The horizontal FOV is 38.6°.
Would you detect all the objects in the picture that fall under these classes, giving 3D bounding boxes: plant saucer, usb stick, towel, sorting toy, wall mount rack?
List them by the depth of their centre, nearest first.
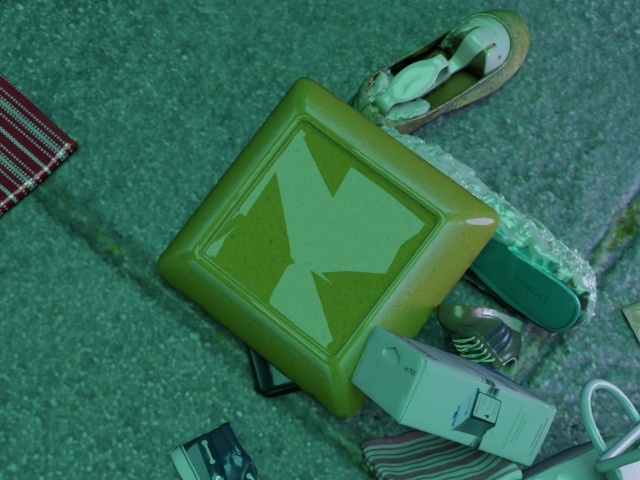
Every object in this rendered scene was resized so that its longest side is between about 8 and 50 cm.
[{"bbox_3d":[0.456,0.279,1.028,0.304,0.130,0.350,-18,75,-47],"label":"wall mount rack"},{"bbox_3d":[0.139,0.267,1.113,0.144,0.197,0.029,-14,100,-11],"label":"towel"},{"bbox_3d":[0.000,0.000,1.151,0.333,0.081,0.332,37,89,11],"label":"plant saucer"},{"bbox_3d":[-0.080,0.073,1.228,0.077,0.045,0.277,-16,74,-3],"label":"usb stick"},{"bbox_3d":[-0.500,-0.105,1.250,0.199,0.031,0.275,42,72,7],"label":"towel"},{"bbox_3d":[0.475,0.109,1.292,0.083,0.012,0.062,-21,70,-9],"label":"sorting toy"}]

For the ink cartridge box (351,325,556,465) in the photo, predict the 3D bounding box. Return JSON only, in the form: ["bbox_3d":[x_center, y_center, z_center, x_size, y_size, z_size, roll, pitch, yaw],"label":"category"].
[{"bbox_3d":[0.153,0.179,1.069,0.191,0.140,0.082,21,93,-23],"label":"ink cartridge box"}]

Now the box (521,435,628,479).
[{"bbox_3d":[0.318,0.438,1.083,0.215,0.168,0.345,-22,76,-13],"label":"box"}]

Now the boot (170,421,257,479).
[{"bbox_3d":[-0.105,0.321,1.127,0.086,0.069,0.190,-29,75,-12],"label":"boot"}]

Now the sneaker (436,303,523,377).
[{"bbox_3d":[0.210,0.135,1.181,0.064,0.192,0.086,-3,77,35],"label":"sneaker"}]

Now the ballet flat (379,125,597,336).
[{"bbox_3d":[0.209,-0.026,1.266,0.409,0.147,0.147,39,72,4],"label":"ballet flat"}]

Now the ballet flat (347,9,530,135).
[{"bbox_3d":[0.185,-0.251,1.328,0.349,0.123,0.123,-33,78,-16],"label":"ballet flat"}]
